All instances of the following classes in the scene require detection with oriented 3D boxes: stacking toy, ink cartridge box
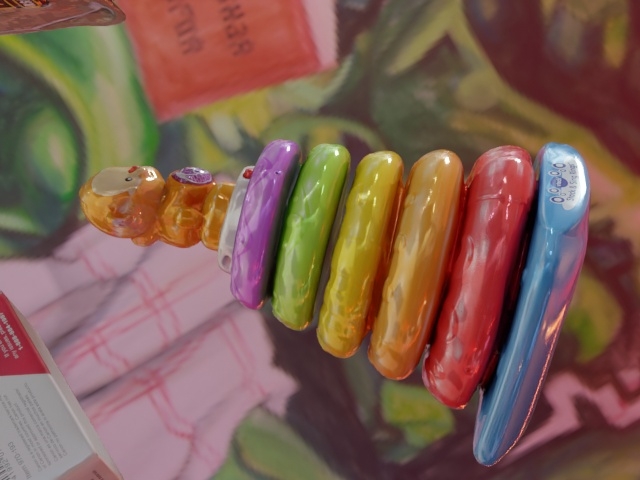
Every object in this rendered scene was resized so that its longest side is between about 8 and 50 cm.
[{"bbox_3d":[0.000,0.000,0.843,0.175,0.302,0.165,-70,173,-61],"label":"stacking toy"},{"bbox_3d":[-0.193,0.115,0.697,0.109,0.150,0.063,54,-8,24],"label":"ink cartridge box"}]

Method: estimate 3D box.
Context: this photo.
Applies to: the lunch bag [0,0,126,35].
[{"bbox_3d":[-0.171,-0.241,0.873,0.169,0.287,0.235,56,4,11],"label":"lunch bag"}]
